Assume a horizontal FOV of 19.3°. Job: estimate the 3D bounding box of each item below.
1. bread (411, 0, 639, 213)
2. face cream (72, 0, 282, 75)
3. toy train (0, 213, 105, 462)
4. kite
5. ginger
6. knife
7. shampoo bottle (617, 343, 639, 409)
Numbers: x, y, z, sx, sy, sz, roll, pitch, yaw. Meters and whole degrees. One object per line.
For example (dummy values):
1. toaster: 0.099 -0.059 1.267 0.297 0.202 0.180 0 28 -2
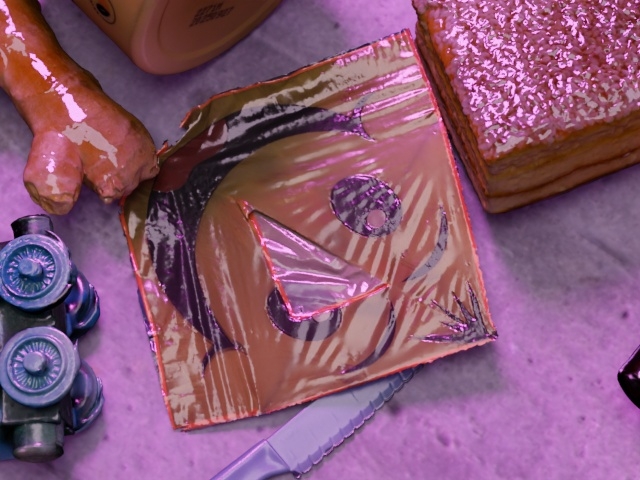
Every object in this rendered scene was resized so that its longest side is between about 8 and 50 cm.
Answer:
1. bread: 0.208 -0.142 1.510 0.234 0.110 0.184 -20 62 -4
2. face cream: -0.123 -0.268 1.507 0.218 0.218 0.179 -41 74 -12
3. toy train: -0.248 0.077 1.446 0.154 0.107 0.198 -8 69 7
4. kite: 0.000 -0.001 1.496 0.327 0.013 0.377 30 78 18
5. ginger: -0.233 -0.149 1.544 0.118 0.065 0.299 -12 61 -35
6. knife: -0.024 0.161 1.451 0.313 0.019 0.044 -39 79 -13
7. shampoo bottle: 0.333 0.024 1.444 0.104 0.104 0.278 39 76 15
